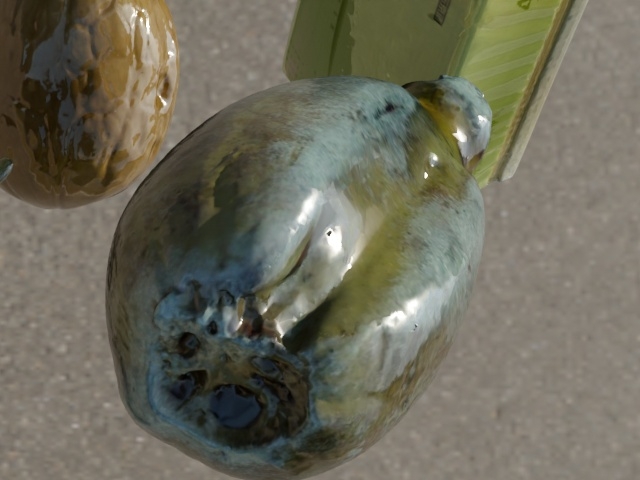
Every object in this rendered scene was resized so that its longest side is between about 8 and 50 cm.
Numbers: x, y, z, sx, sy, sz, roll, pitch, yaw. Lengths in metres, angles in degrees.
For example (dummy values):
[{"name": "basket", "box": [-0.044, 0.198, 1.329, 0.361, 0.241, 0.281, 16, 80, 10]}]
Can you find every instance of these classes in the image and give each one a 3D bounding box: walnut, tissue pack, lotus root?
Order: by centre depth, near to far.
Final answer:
[{"name": "lotus root", "box": [0.000, 0.000, 0.774, 0.158, 0.140, 0.322, 49, 28, -4]}, {"name": "tissue pack", "box": [0.073, -0.153, 1.019, 0.125, 0.234, 0.159, -23, 62, -27]}, {"name": "walnut", "box": [-0.187, -0.124, 1.208, 0.167, 0.167, 0.207, -1, 104, -48]}]

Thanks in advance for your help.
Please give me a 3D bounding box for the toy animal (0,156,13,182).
[{"name": "toy animal", "box": [-0.250, -0.004, 1.009, 0.137, 0.098, 0.098, -17, 104, -4]}]
